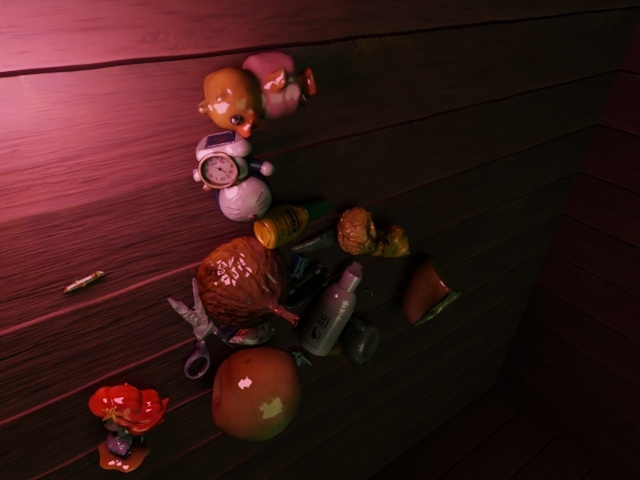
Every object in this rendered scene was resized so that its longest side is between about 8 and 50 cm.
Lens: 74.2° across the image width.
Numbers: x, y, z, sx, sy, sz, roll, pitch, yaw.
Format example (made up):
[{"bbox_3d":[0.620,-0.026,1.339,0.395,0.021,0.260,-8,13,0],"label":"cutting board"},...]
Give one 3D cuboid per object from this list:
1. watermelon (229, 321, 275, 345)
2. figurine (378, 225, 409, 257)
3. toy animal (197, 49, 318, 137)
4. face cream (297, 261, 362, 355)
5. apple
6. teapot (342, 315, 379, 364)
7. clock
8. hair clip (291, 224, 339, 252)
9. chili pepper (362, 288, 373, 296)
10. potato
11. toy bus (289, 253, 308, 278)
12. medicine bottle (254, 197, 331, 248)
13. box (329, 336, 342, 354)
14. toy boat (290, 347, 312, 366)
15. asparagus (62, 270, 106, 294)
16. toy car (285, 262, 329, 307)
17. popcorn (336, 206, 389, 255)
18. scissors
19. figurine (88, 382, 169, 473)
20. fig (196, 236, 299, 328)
[{"bbox_3d":[-0.224,0.309,1.478,0.187,0.071,0.139,-4,106,-54],"label":"watermelon"},{"bbox_3d":[0.288,0.014,1.661,0.131,0.156,0.246,-49,150,4],"label":"figurine"},{"bbox_3d":[-0.159,-0.353,1.016,0.281,0.195,0.169,-34,95,-22],"label":"toy animal"},{"bbox_3d":[0.054,0.254,1.630,0.145,0.145,0.370,14,108,-45],"label":"face cream"},{"bbox_3d":[-0.231,0.523,1.466,0.277,0.319,0.319,14,110,-34],"label":"apple"},{"bbox_3d":[0.170,0.439,1.855,0.193,0.129,0.294,-40,136,-37],"label":"teapot"},{"bbox_3d":[-0.214,-0.158,1.110,0.199,0.146,0.243,-16,129,0],"label":"clock"},{"bbox_3d":[0.002,0.001,1.486,0.229,0.036,0.066,-21,124,-28],"label":"hair clip"},{"bbox_3d":[0.210,0.225,1.832,0.030,0.017,0.083,-47,138,0],"label":"chili pepper"},{"bbox_3d":[0.478,0.241,1.960,0.280,0.213,0.330,-46,155,19],"label":"potato"},{"bbox_3d":[-0.078,0.090,1.480,0.046,0.038,0.083,12,109,-39],"label":"toy bus"},{"bbox_3d":[-0.076,-0.069,1.297,0.309,0.076,0.111,-29,105,-48],"label":"medicine bottle"},{"bbox_3d":[0.045,0.464,1.860,0.155,0.023,0.087,16,105,-45],"label":"box"},{"bbox_3d":[-0.086,0.490,1.739,0.066,0.059,0.140,-56,138,-19],"label":"toy boat"},{"bbox_3d":[-0.599,0.106,1.069,0.108,0.021,0.025,-29,129,-20],"label":"asparagus"},{"bbox_3d":[-0.055,0.164,1.539,0.205,0.056,0.095,-37,136,-9],"label":"toy car"},{"bbox_3d":[0.144,-0.028,1.504,0.173,0.168,0.195,-31,151,31],"label":"popcorn"},{"bbox_3d":[-0.375,0.276,1.370,0.256,0.029,0.383,-33,133,-23],"label":"scissors"},{"bbox_3d":[-0.587,0.548,1.298,0.208,0.181,0.257,12,115,-1],"label":"figurine"},{"bbox_3d":[-0.183,0.151,1.206,0.286,0.368,0.286,-14,116,-30],"label":"fig"}]
